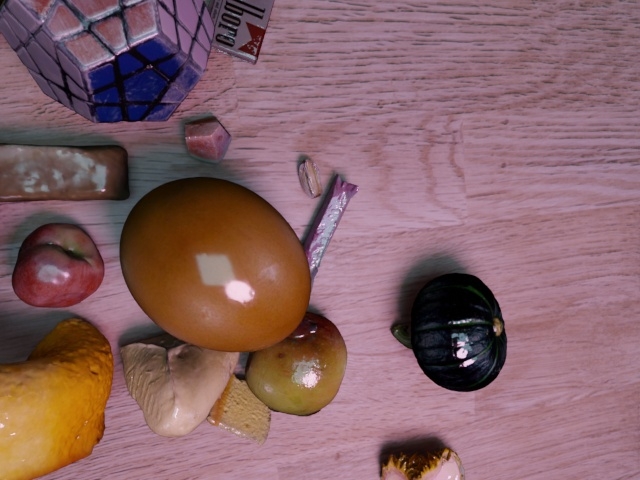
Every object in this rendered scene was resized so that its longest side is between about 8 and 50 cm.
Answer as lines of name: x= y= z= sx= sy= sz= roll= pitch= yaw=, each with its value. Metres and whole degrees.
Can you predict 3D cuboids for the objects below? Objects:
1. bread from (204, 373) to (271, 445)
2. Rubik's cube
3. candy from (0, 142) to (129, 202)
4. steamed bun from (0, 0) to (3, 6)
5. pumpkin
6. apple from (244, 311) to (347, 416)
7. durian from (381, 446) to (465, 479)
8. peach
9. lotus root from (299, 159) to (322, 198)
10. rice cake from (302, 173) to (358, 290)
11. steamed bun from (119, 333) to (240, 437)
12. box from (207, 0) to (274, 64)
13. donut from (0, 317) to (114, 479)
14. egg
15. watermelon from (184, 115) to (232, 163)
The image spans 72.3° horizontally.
bread: x=-0.182 y=0.352 z=0.883 sx=0.147 sy=0.152 sz=0.127 roll=34 pitch=99 yaw=-14
Rubik's cube: x=-0.331 y=-0.345 z=0.705 sx=0.318 sy=0.319 sz=0.264 roll=-27 pitch=75 yaw=-8
candy: x=-0.469 y=-0.122 z=0.783 sx=0.233 sy=0.102 sz=0.104 roll=-2 pitch=97 yaw=-10
steamed bun: x=-0.587 y=-0.528 z=0.635 sx=0.234 sy=0.248 sz=0.380 roll=10 pitch=95 yaw=-13
pumpkin: x=0.268 y=0.200 z=0.945 sx=0.247 sy=0.248 sz=0.248 roll=-1 pitch=97 yaw=-13
apple: x=-0.051 y=0.247 z=0.893 sx=0.188 sy=0.174 sz=0.207 roll=12 pitch=78 yaw=-16
durian: x=0.268 y=0.582 z=1.013 sx=0.195 sy=0.185 sz=0.305 roll=-32 pitch=107 yaw=-27
peach: x=-0.482 y=0.053 z=0.786 sx=0.152 sy=0.152 sz=0.152 roll=-1 pitch=97 yaw=-13
lotus root: x=-0.022 y=-0.130 z=0.920 sx=0.037 sy=0.030 sz=0.083 roll=-25 pitch=107 yaw=-41
rice cake: x=-0.002 y=0.001 z=0.915 sx=0.051 sy=0.081 sz=0.290 roll=24 pitch=91 yaw=-27
steamed bun: x=-0.257 y=0.243 z=0.814 sx=0.231 sy=0.212 sz=0.111 roll=-10 pitch=128 yaw=-14
box: x=-0.154 y=-0.450 z=0.850 sx=0.115 sy=0.036 sz=0.178 roll=17 pitch=92 yaw=-14
donut: x=-0.538 y=0.210 z=0.674 sx=0.434 sy=0.377 sz=0.164 roll=22 pitch=91 yaw=-19
egg: x=-0.176 y=0.046 z=0.776 sx=0.351 sy=0.282 sz=0.283 roll=43 pitch=86 yaw=-16
watermelon: x=-0.220 y=-0.192 z=0.849 sx=0.084 sy=0.072 sz=0.092 roll=-18 pitch=105 yaw=7
